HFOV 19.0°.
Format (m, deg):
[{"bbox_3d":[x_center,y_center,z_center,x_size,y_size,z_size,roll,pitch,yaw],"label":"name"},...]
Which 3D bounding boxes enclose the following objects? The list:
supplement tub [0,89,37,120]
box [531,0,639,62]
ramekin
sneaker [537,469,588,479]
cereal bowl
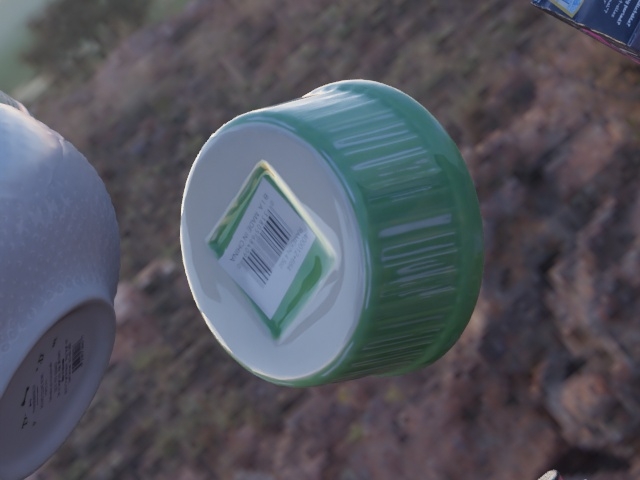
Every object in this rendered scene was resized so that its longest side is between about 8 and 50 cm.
[{"bbox_3d":[-0.408,-0.077,1.806,0.235,0.325,0.235,-30,41,30],"label":"supplement tub"},{"bbox_3d":[0.336,-0.210,1.630,0.142,0.247,0.163,35,101,51],"label":"box"},{"bbox_3d":[0.000,0.000,1.883,0.148,0.303,0.303,-13,-9,-44],"label":"ramekin"},{"bbox_3d":[0.255,0.334,2.042,0.116,0.136,0.314,-34,1,-7],"label":"sneaker"},{"bbox_3d":[-0.253,0.078,1.403,0.339,0.141,0.339,-51,-21,-29],"label":"cereal bowl"}]
